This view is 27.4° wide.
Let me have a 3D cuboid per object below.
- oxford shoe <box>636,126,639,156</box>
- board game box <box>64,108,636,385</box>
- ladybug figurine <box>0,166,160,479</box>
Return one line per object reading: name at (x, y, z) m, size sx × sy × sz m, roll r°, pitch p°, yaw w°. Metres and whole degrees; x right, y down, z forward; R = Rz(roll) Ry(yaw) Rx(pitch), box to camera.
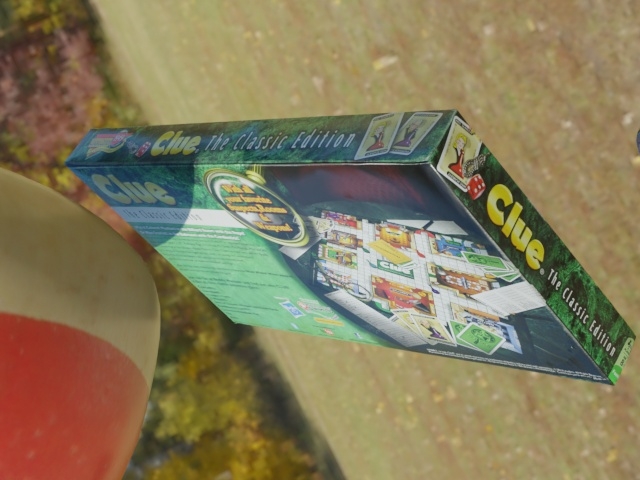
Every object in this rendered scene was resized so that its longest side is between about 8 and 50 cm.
oxford shoe at (0.243, -0.083, 0.629) m, size 0.098 × 0.271 × 0.097 m, roll -21°, pitch 86°, yaw 43°
board game box at (0.000, 0.000, 0.578) m, size 0.259 × 0.030 × 0.136 m, roll 5°, pitch 147°, yaw 51°
ladybug figurine at (-0.208, 0.079, 0.482) m, size 0.449 × 0.305 × 0.162 m, roll 50°, pitch -150°, yaw -75°
